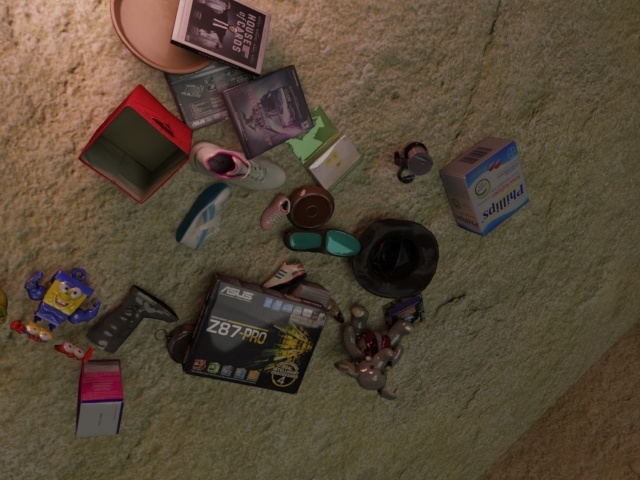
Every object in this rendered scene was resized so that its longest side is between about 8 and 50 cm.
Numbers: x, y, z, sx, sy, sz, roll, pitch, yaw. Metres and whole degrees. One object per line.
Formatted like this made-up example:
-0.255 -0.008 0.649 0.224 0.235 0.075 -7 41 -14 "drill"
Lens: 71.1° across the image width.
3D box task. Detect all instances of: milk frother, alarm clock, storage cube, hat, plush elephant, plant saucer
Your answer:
0.333 -0.259 1.598 0.129 0.134 0.143 -15 115 13 "milk frother"
-0.451 0.335 1.466 0.192 0.064 0.129 30 93 -28 "alarm clock"
-0.457 -0.249 1.144 0.215 0.193 0.184 -40 122 14 "storage cube"
0.267 0.062 1.683 0.332 0.134 0.331 -2 99 -9 "hat"
0.199 0.448 1.700 0.272 0.255 0.330 26 102 -14 "plush elephant"
-0.385 -0.556 1.142 0.278 0.041 0.277 1 88 -28 "plant saucer"
-0.031 -0.102 1.507 0.169 0.029 0.168 -8 126 -11 "plant saucer"

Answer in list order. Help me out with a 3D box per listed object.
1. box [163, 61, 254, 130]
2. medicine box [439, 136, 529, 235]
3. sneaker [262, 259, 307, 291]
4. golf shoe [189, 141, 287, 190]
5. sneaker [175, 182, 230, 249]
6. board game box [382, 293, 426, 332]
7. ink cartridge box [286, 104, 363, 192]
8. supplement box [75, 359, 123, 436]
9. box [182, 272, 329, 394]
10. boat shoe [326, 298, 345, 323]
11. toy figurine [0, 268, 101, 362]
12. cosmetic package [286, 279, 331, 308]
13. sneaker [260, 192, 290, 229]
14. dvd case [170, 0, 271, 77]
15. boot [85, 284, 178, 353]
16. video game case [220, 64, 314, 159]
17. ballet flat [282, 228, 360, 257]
-0.300 -0.430 1.264 0.231 0.056 0.183 -25 116 -17 "box"
0.650 -0.214 1.766 0.263 0.149 0.289 -35 119 -11 "medicine box"
-0.129 0.121 1.556 0.161 0.075 0.057 -24 152 10 "sneaker"
-0.229 -0.205 1.335 0.306 0.140 0.115 9 102 -30 "golf shoe"
-0.341 -0.074 1.364 0.092 0.087 0.228 33 99 -39 "sneaker"
0.350 0.304 1.862 0.170 0.048 0.141 -24 118 -17 "board game box"
0.013 -0.297 1.473 0.171 0.056 0.235 -44 123 -6 "ink cartridge box"
-0.648 0.454 1.315 0.114 0.220 0.111 8 104 -27 "supplement box"
-0.208 0.312 1.465 0.395 0.097 0.318 20 94 -22 "box"
0.054 0.267 1.701 0.050 0.045 0.135 -43 121 -7 "boat shoe"
-0.751 0.157 1.236 0.362 0.191 0.217 40 58 -25 "toy figurine"
-0.072 0.265 1.603 0.127 0.107 0.237 18 96 -27 "cosmetic package"
-0.145 -0.088 1.459 0.051 0.070 0.134 29 94 -34 "sneaker"
-0.255 -0.555 1.174 0.239 0.030 0.179 12 82 -27 "dvd case"
-0.570 0.262 1.370 0.190 0.076 0.208 39 81 -18 "boot"
-0.145 -0.379 1.312 0.274 0.026 0.196 -38 119 -36 "video game case"
0.000 0.000 1.548 0.281 0.096 0.095 8 91 -25 "ballet flat"
